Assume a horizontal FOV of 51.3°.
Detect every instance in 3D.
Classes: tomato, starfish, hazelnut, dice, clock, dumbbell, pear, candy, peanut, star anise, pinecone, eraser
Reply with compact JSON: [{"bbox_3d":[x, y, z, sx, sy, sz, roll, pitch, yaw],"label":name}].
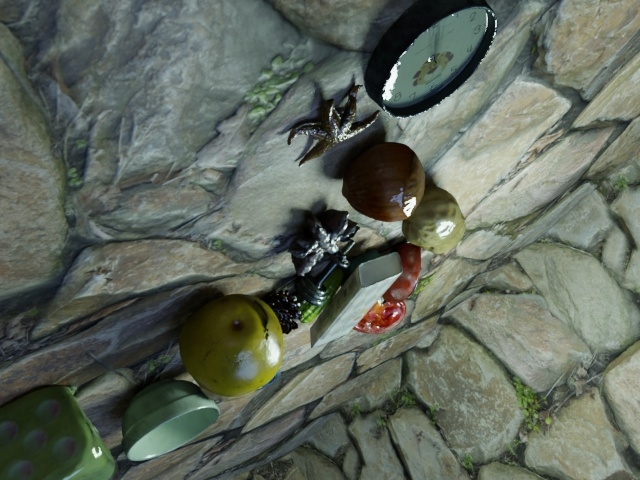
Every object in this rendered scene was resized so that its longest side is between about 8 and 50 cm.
[{"bbox_3d":[0.261,0.107,2.283,0.101,0.228,0.228,18,138,-8],"label":"tomato"},{"bbox_3d":[0.027,-0.234,1.426,0.213,0.057,0.238,-8,144,-36],"label":"starfish"},{"bbox_3d":[0.154,-0.142,1.644,0.214,0.176,0.214,-1,130,-1],"label":"hazelnut"},{"bbox_3d":[-0.680,0.532,1.671,0.254,0.250,0.252,-28,157,-19],"label":"dice"},{"bbox_3d":[0.238,-0.389,1.411,0.312,0.061,0.313,-30,157,-14],"label":"clock"},{"bbox_3d":[0.019,0.094,2.003,0.254,0.110,0.110,-51,154,18],"label":"dumbbell"},{"bbox_3d":[-0.247,0.289,1.815,0.285,0.285,0.336,-18,172,-36],"label":"pear"},{"bbox_3d":[0.191,0.238,2.470,0.233,0.140,0.200,15,127,-18],"label":"tomato"},{"bbox_3d":[-0.005,0.169,2.124,0.209,0.097,0.097,-46,157,3],"label":"candy"},{"bbox_3d":[0.357,-0.050,2.098,0.192,0.170,0.387,-33,158,8],"label":"peanut"},{"bbox_3d":[0.000,0.000,1.793,0.236,0.093,0.229,-45,155,17],"label":"star anise"},{"bbox_3d":[-0.117,0.213,2.000,0.140,0.140,0.121,117,-6,-48],"label":"pinecone"},{"bbox_3d":[0.107,0.200,2.173,0.213,0.082,0.397,-16,154,-38],"label":"eraser"}]

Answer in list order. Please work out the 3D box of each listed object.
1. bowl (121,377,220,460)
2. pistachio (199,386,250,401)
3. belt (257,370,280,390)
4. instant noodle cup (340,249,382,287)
[{"bbox_3d":[-0.485,0.542,2.076,0.307,0.163,0.307,-29,157,-14],"label":"bowl"},{"bbox_3d":[-0.246,0.386,2.099,0.318,0.213,0.194,-21,112,-47],"label":"pistachio"},{"bbox_3d":[-0.223,0.484,2.437,0.141,0.082,0.190,-29,157,-9],"label":"belt"},{"bbox_3d":[0.134,0.103,2.212,0.179,0.070,0.157,-25,156,-26],"label":"instant noodle cup"}]
